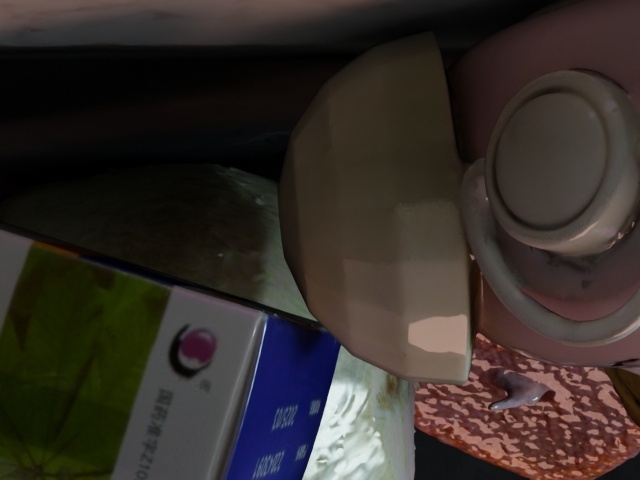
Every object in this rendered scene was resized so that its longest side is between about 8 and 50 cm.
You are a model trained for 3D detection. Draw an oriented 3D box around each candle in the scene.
[{"bbox_3d":[0.177,0.102,1.439,0.317,0.131,0.287,-1,138,16],"label":"candle"}]

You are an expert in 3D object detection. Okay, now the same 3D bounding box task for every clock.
[{"bbox_3d":[0.185,-0.025,0.711,0.326,0.184,0.342,6,162,-45],"label":"clock"}]

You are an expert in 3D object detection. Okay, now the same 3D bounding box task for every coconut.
[{"bbox_3d":[-0.070,0.098,1.017,0.254,0.297,0.297,5,176,7],"label":"coconut"}]

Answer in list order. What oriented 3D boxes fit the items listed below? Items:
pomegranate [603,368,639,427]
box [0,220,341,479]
[{"bbox_3d":[0.283,0.033,1.058,0.260,0.260,0.260,-6,174,-1],"label":"pomegranate"},{"bbox_3d":[-0.157,0.038,0.731,0.299,0.106,0.200,16,178,10],"label":"box"}]
